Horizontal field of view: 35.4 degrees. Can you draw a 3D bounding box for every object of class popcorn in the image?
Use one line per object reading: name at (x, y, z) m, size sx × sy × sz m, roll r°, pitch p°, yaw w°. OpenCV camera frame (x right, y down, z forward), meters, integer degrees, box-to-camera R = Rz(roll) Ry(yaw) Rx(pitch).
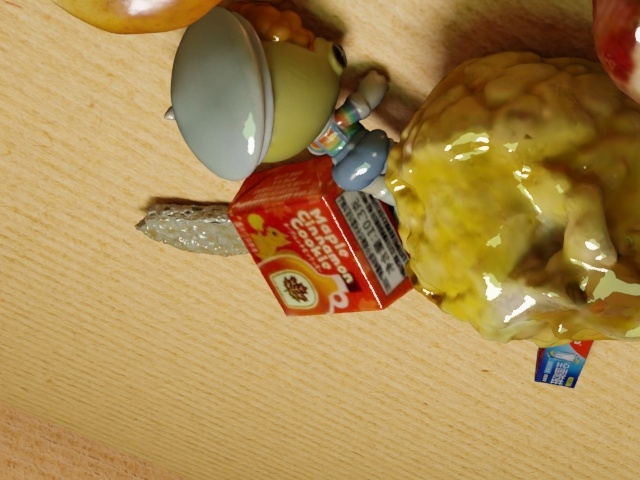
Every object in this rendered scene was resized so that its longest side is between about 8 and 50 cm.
popcorn at (0.282, -0.045, 1.210) m, size 0.390 × 0.354 × 0.344 m, roll 55°, pitch 154°, yaw 11°

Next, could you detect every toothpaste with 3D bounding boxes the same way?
toothpaste at (0.426, 0.155, 1.716) m, size 0.076 × 0.066 × 0.320 m, roll 8°, pitch 149°, yaw 9°

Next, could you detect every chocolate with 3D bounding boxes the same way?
chocolate at (0.000, 0.000, 1.506) m, size 0.234 × 0.108 × 0.237 m, roll -8°, pitch 118°, yaw 41°

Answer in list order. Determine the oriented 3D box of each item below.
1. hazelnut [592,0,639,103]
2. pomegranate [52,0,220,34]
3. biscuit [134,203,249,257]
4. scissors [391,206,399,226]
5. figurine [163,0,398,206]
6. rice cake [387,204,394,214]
hazelnut at (0.388, -0.242, 0.985) m, size 0.261 × 0.261 × 0.241 m, roll 1°, pitch 178°, yaw 20°
pomegranate at (-0.187, -0.333, 0.996) m, size 0.264 × 0.264 × 0.264 m, roll 10°, pitch 149°, yaw 6°
biscuit at (-0.168, -0.015, 1.699) m, size 0.289 × 0.038 × 0.141 m, roll 0°, pitch 150°, yaw 15°
scissors at (0.132, -0.052, 1.465) m, size 0.138 × 0.041 × 0.289 m, roll 25°, pitch 138°, yaw 12°
figurine at (-0.007, -0.151, 1.272) m, size 0.381 × 0.205 × 0.224 m, roll 18°, pitch 143°, yaw -13°
rice cake at (0.176, -0.040, 1.523) m, size 0.226 × 0.040 × 0.085 m, roll 2°, pitch 144°, yaw 20°
